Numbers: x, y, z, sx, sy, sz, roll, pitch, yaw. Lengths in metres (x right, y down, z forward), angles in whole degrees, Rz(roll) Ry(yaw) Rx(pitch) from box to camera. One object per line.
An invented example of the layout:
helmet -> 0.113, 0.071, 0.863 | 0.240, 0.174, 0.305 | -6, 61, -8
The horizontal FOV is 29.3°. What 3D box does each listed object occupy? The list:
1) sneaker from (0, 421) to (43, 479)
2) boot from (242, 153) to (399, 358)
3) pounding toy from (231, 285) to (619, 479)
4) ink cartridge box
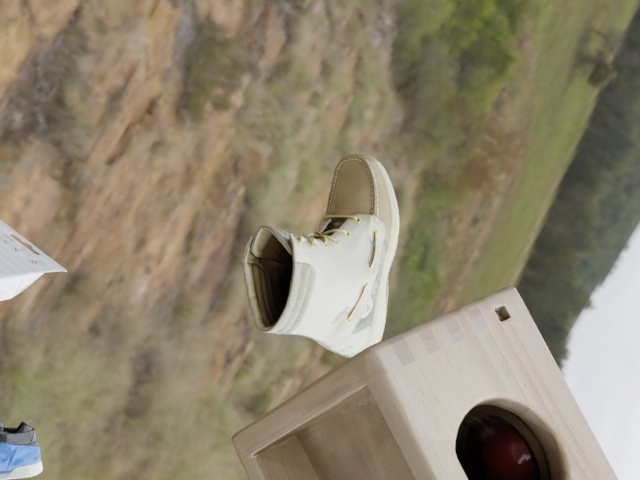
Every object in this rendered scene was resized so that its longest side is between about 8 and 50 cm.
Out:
sneaker -> -0.466, 0.292, 1.692 | 0.058, 0.152, 0.084 | -164, -114, -76
boot -> 0.000, 0.000, 1.203 | 0.165, 0.077, 0.213 | 20, 69, -49
pounding toy -> 0.081, 0.130, 0.487 | 0.094, 0.206, 0.181 | -19, 167, -36
ink cartridge box -> -0.459, 0.025, 1.694 | 0.045, 0.145, 0.179 | -59, 162, 12
